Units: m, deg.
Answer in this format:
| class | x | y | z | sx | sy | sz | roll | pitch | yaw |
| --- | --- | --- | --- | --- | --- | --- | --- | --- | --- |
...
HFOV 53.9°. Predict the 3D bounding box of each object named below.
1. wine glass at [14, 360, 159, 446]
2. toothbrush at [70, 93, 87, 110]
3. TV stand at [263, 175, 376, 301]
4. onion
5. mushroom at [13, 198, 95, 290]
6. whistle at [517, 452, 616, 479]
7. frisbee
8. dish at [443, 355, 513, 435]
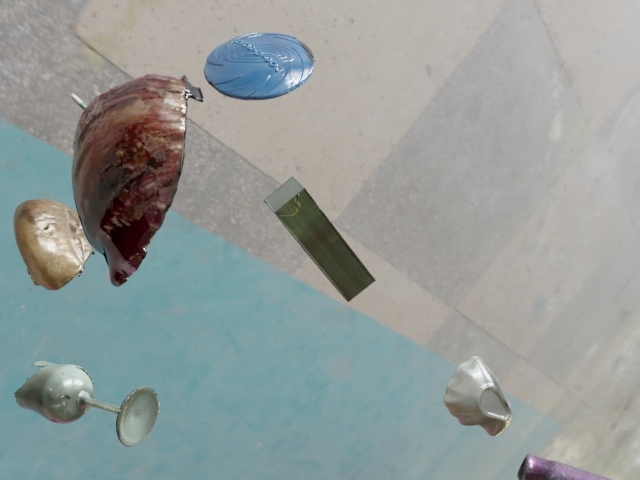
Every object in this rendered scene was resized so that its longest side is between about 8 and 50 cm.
| class | x | y | z | sx | sy | sz | roll | pitch | yaw |
| --- | --- | --- | --- | --- | --- | --- | --- | --- | --- |
| wine glass | -0.314 | 0.212 | 0.838 | 0.079 | 0.195 | 0.079 | -24 | 117 | -61 |
| toothbrush | -0.526 | -0.266 | 1.579 | 0.024 | 0.018 | 0.257 | -41 | 111 | 3 |
| TV stand | 0.000 | 0.000 | 1.290 | 0.082 | 0.088 | 0.269 | -38 | 118 | 0 |
| onion | -0.295 | -0.092 | 0.917 | 0.146 | 0.280 | 0.314 | 19 | 139 | -27 |
| mushroom | -0.565 | -0.017 | 1.294 | 0.156 | 0.286 | 0.151 | -37 | 121 | -2 |
| whistle | 0.247 | 0.211 | 0.501 | 0.033 | 0.176 | 0.033 | -30 | 126 | -53 |
| frisbee | -0.133 | -0.388 | 1.354 | 0.242 | 0.242 | 0.045 | -29 | 146 | -20 |
| dish | 0.241 | 0.234 | 0.904 | 0.137 | 0.039 | 0.091 | 44 | 72 | -21 |
